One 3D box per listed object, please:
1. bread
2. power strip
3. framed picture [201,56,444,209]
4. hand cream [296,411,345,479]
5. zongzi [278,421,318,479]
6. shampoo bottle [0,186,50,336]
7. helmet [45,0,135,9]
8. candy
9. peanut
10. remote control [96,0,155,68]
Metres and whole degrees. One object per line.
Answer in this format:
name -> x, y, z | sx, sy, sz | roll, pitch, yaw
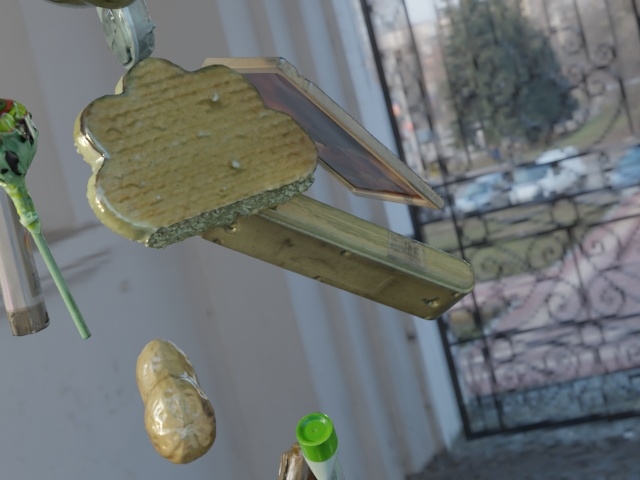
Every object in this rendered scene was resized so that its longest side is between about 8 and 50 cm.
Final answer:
bread -> -0.143, -0.103, 1.419 | 0.286, 0.207, 0.056 | -17, -22, -40
power strip -> 0.000, 0.000, 1.555 | 0.387, 0.066, 0.092 | 21, -42, -23
framed picture -> 0.003, -0.136, 1.677 | 0.020, 0.289, 0.211 | -57, 28, -12
hand cream -> 0.018, 0.325, 1.773 | 0.050, 0.275, 0.079 | 17, 56, 27
zongzi -> -0.058, 0.456, 2.178 | 0.111, 0.247, 0.241 | 17, 27, 26
shampoo bottle -> -0.444, 0.021, 1.932 | 0.056, 0.227, 0.086 | -12, 7, 0
helmet -> -0.239, -0.307, 1.397 | 0.204, 0.137, 0.257 | -35, -16, 10
candy -> -0.324, -0.022, 1.537 | 0.091, 0.305, 0.083 | -37, 24, -35
peanut -> -0.236, 0.250, 2.144 | 0.110, 0.236, 0.120 | -38, -43, 16
remote control -> -0.278, -0.348, 1.765 | 0.052, 0.247, 0.104 | -20, 5, -22
